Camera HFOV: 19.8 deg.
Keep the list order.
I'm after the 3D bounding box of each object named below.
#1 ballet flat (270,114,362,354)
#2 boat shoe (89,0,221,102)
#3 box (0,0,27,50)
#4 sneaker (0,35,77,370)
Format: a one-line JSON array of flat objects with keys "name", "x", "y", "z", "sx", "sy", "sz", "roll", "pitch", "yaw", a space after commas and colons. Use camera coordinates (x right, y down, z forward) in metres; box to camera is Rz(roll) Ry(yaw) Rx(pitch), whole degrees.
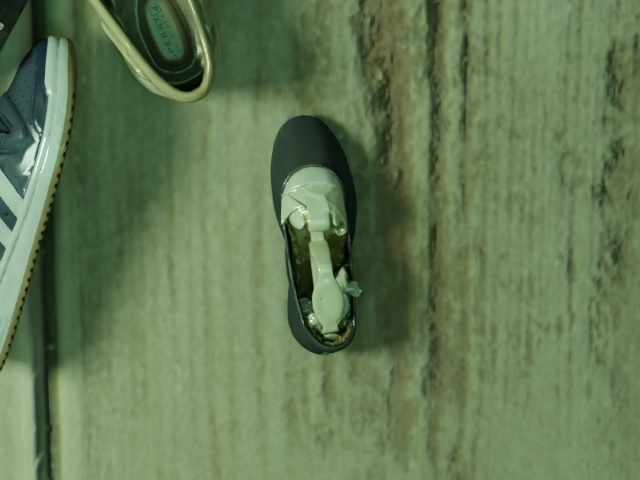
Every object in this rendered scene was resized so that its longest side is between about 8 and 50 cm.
[{"name": "ballet flat", "x": 0.000, "y": 0.000, "z": 1.510, "sx": 0.074, "sy": 0.074, "sz": 0.203, "roll": -6, "pitch": 104, "yaw": -7}, {"name": "boat shoe", "x": -0.160, "y": -0.244, "z": 1.412, "sx": 0.109, "sy": 0.098, "sz": 0.302, "roll": -26, "pitch": 106, "yaw": -2}, {"name": "box", "x": -0.299, "y": -0.215, "z": 1.405, "sx": 0.162, "sy": 0.029, "sz": 0.116, "roll": 30, "pitch": 61, "yaw": -15}, {"name": "sneaker", "x": -0.290, "y": -0.038, "z": 1.443, "sx": 0.153, "sy": 0.099, "sz": 0.282, "roll": 15, "pitch": 104, "yaw": -13}]
